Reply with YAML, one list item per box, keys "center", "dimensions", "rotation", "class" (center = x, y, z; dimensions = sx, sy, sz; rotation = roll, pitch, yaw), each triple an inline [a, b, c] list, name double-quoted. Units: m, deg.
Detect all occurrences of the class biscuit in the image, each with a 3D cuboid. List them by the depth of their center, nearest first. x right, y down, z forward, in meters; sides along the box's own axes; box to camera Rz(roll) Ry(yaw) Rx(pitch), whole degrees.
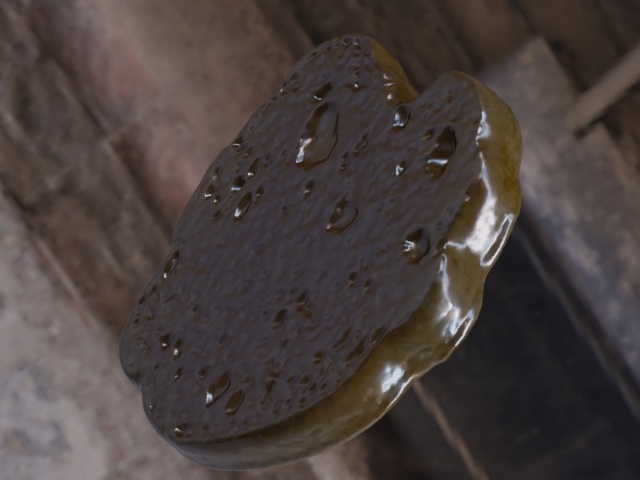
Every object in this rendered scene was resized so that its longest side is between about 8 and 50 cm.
- center: [0.000, 0.000, 1.526]
  dimensions: [0.074, 0.359, 0.381]
  rotation: [44, 47, -36]
  class: "biscuit"
